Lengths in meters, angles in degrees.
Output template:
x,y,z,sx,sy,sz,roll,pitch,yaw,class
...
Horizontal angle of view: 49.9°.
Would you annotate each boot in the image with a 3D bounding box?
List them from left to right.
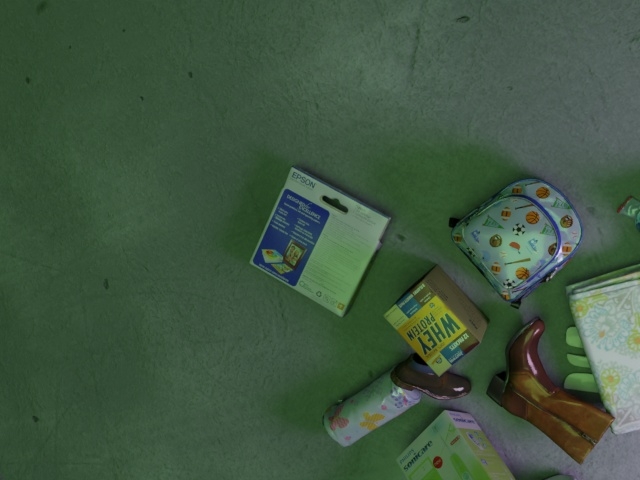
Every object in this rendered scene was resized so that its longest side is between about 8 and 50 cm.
x,y,z,sx,sy,sz,roll,pitch,yaw,class
0.297,0.340,1.733,0.219,0.082,0.106,11,138,-13,boot
0.559,0.351,1.632,0.280,0.096,0.264,34,111,34,boot

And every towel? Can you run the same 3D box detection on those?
x,y,z,sx,sy,sz,roll,pitch,yaw,class
0.774,0.231,1.580,0.321,0.090,0.374,-19,90,17,towel

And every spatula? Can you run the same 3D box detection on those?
x,y,z,sx,sy,sz,roll,pitch,yaw,class
0.718,0.294,1.656,0.242,0.019,0.168,3,99,19,spatula

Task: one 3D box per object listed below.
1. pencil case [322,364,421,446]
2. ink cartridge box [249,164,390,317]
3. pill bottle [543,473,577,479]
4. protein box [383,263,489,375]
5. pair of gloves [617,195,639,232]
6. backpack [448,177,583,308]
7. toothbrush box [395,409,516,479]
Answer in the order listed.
x,y,z,sx,sy,sz,roll,pitch,yaw,class
0.137,0.442,1.839,0.273,0.124,0.113,-37,111,22,pencil case
0.000,0.000,1.839,0.304,0.072,0.307,30,105,14,ink cartridge box
0.631,0.719,1.700,0.130,0.130,0.245,-29,88,22,pill bottle
0.289,0.190,1.693,0.200,0.201,0.136,48,110,6,protein box
0.790,-0.089,1.562,0.159,0.023,0.198,35,109,11,pair of gloves
0.468,-0.016,1.601,0.263,0.213,0.276,-40,82,10,backpack
0.351,0.602,1.714,0.206,0.122,0.283,-51,44,20,toothbrush box
